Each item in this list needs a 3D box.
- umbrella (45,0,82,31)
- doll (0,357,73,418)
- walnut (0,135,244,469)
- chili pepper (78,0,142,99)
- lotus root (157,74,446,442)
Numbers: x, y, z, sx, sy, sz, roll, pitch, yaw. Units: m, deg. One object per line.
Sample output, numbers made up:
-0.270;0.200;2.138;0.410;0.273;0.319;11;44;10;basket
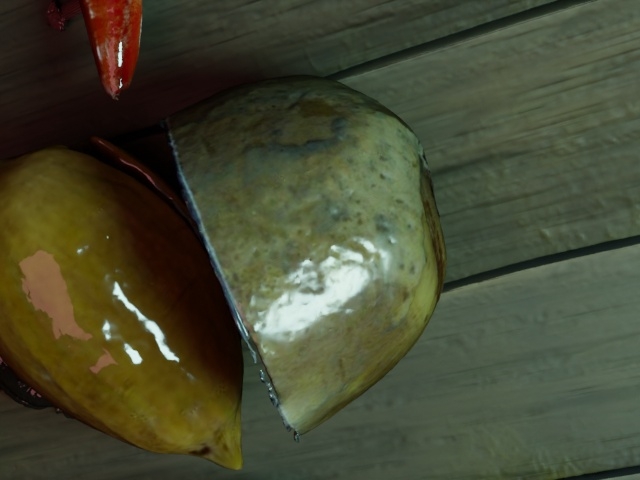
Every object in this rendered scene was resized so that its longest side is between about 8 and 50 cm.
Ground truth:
-0.173;-0.220;1.091;0.165;0.025;0.027;-23;122;27;umbrella
-0.273;0.099;1.226;0.139;0.057;0.165;-40;101;25;doll
-0.172;0.067;1.096;0.209;0.209;0.336;-34;95;26;walnut
-0.190;-0.249;1.050;0.071;0.063;0.272;-20;87;29;chili pepper
0.000;0.000;0.996;0.192;0.272;0.272;-24;102;-9;lotus root
